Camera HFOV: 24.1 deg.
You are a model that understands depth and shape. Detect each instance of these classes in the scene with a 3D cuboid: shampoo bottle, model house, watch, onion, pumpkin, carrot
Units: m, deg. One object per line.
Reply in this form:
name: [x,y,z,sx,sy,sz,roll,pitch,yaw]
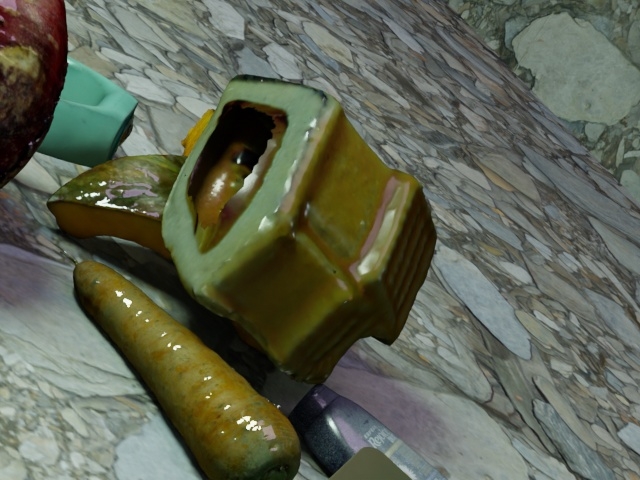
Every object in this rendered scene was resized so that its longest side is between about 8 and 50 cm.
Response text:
shampoo bottle: [0.072,0.213,1.276,0.234,0.049,0.087,40,25,8]
model house: [-0.007,0.009,1.307,0.239,0.173,0.268,45,55,-31]
watch: [-0.270,-0.140,1.416,0.195,0.068,0.237,26,15,-8]
onion: [-0.300,-0.137,1.150,0.190,0.246,0.246,30,18,-52]
pumpkin: [-0.088,-0.001,1.423,0.258,0.095,0.290,49,28,-2]
carrot: [-0.123,0.092,1.193,0.298,0.078,0.078,44,19,30]

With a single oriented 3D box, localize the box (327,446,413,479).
box: [0.037,0.222,1.180,0.091,0.031,0.126,40,33,9]
